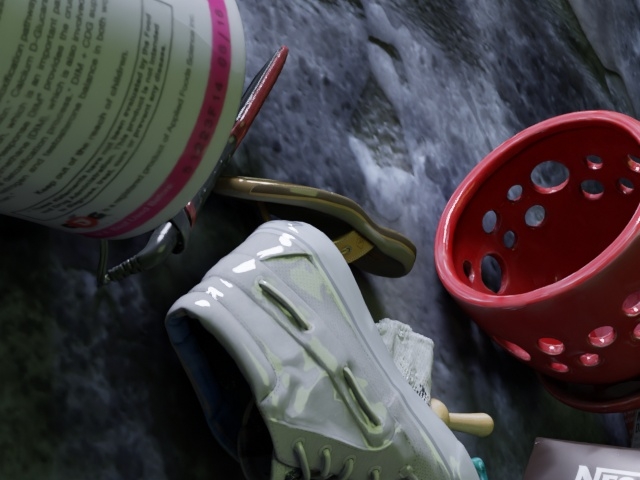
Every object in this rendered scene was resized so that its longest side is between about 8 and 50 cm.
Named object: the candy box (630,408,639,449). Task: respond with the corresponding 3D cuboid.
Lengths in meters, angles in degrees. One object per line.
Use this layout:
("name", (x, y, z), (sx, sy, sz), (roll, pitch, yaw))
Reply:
("candy box", (0.315, 0.292, 1.043), (0.183, 0.087, 0.316), (20, 68, -22))

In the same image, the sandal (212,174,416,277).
("sandal", (0.000, 0.000, 0.914), (0.180, 0.072, 0.049), (30, 72, -47))

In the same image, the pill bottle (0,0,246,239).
("pill bottle", (-0.183, -0.103, 0.633), (0.283, 0.160, 0.160), (16, 60, -48))

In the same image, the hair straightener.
("hair straightener", (-0.095, -0.065, 0.846), (0.089, 0.047, 0.230), (35, 50, -12))

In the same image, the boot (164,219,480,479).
("boot", (0.001, 0.122, 0.837), (0.123, 0.095, 0.258), (-38, 99, -43))

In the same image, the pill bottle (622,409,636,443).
("pill bottle", (0.322, 0.139, 1.207), (0.121, 0.121, 0.216), (3, 70, -52))

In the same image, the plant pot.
("plant pot", (0.210, 0.023, 1.063), (0.174, 0.191, 0.191), (45, 41, -32))

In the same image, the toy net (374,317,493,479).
("toy net", (0.081, 0.160, 0.950), (0.232, 0.045, 0.122), (53, 43, -17))

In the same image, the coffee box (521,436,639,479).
("coffee box", (0.176, 0.277, 0.840), (0.297, 0.168, 0.119), (-62, 139, -36))
